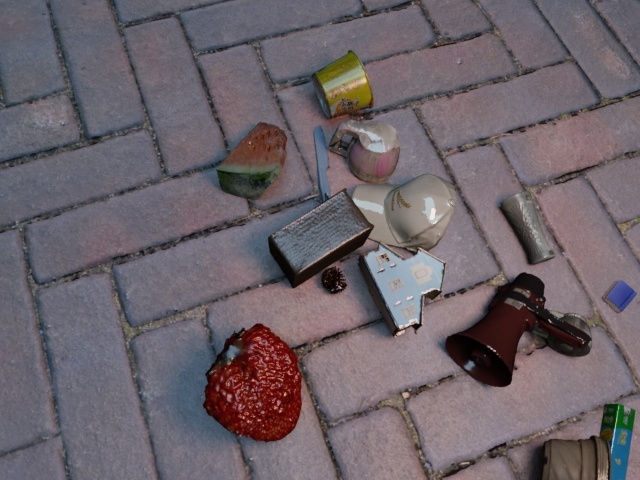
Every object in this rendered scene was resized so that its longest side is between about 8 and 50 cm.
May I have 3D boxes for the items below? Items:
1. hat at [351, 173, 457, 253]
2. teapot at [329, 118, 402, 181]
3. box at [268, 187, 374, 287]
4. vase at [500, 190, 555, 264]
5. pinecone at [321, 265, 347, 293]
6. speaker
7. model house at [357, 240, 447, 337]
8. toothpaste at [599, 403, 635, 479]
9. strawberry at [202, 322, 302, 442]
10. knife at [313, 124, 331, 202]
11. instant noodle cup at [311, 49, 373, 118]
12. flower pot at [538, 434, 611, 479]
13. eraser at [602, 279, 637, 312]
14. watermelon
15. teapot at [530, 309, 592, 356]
[{"bbox_3d":[0.246,-0.116,1.403,0.302,0.168,0.257,11,66,6],"label":"hat"},{"bbox_3d":[0.155,-0.312,1.464,0.163,0.178,0.221,-40,76,-16],"label":"teapot"},{"bbox_3d":[-0.002,-0.002,1.340,0.273,0.184,0.143,-32,78,-13],"label":"box"},{"bbox_3d":[0.651,-0.036,1.437,0.096,0.096,0.219,-16,74,-9],"label":"vase"},{"bbox_3d":[0.040,0.118,1.356,0.083,0.077,0.077,43,73,-5],"label":"pinecone"},{"bbox_3d":[0.545,0.234,1.258,0.329,0.259,0.198,-40,110,-20],"label":"speaker"},{"bbox_3d":[0.250,0.120,1.307,0.207,0.178,0.270,-24,70,-5],"label":"model house"},{"bbox_3d":[0.779,0.574,1.230,0.050,0.065,0.266,21,70,8],"label":"toothpaste"},{"bbox_3d":[-0.158,0.364,1.173,0.258,0.261,0.261,30,71,15],"label":"strawberry"},{"bbox_3d":[0.009,-0.250,1.520,0.045,0.019,0.312,-3,69,-12],"label":"knife"},{"bbox_3d":[0.068,-0.508,1.529,0.153,0.205,0.204,-24,73,-5],"label":"instant noodle cup"},{"bbox_3d":[0.628,0.590,1.155,0.141,0.235,0.235,8,67,25],"label":"flower pot"},{"bbox_3d":[0.912,0.170,1.405,0.085,0.027,0.063,-41,78,-17],"label":"eraser"},{"bbox_3d":[-0.194,-0.266,1.468,0.193,0.139,0.256,12,60,6],"label":"watermelon"},{"bbox_3d":[0.709,0.265,1.336,0.111,0.149,0.108,53,54,-24],"label":"teapot"}]
